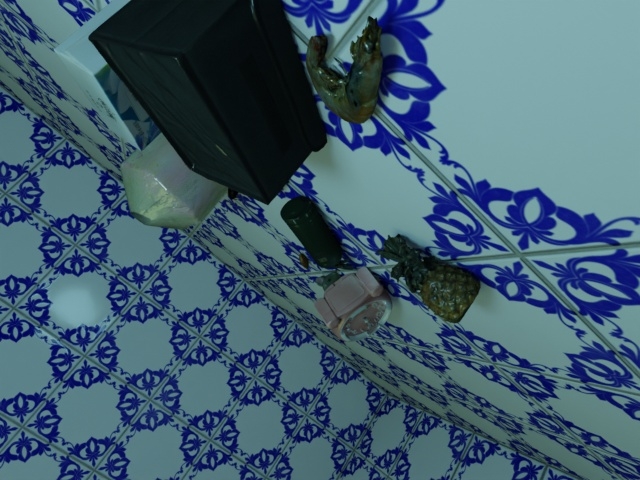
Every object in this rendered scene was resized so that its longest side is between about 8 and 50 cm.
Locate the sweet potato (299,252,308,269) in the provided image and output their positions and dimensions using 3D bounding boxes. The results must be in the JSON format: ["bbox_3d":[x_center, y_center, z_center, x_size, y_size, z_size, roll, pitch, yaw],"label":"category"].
[{"bbox_3d":[-0.065,0.079,1.675,0.034,0.034,0.095,23,146,36],"label":"sweet potato"}]

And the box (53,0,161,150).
[{"bbox_3d":[-0.420,-0.367,0.960,0.116,0.203,0.274,34,161,9],"label":"box"}]

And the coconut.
[{"bbox_3d":[-0.454,-0.178,1.310,0.297,0.309,0.297,32,162,12],"label":"coconut"}]

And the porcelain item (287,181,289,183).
[{"bbox_3d":[-0.138,-0.138,1.209,0.021,0.075,0.136,43,161,-17],"label":"porcelain item"}]

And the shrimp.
[{"bbox_3d":[0.034,-0.261,0.644,0.144,0.052,0.251,39,163,2],"label":"shrimp"}]

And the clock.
[{"bbox_3d":[0.123,0.225,1.411,0.241,0.227,0.142,52,-178,-46],"label":"clock"}]

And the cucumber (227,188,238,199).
[{"bbox_3d":[-0.309,-0.175,1.495,0.163,0.043,0.038,141,114,-69],"label":"cucumber"}]

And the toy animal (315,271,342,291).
[{"bbox_3d":[0.059,0.186,1.589,0.127,0.125,0.251,18,-162,-46],"label":"toy animal"}]

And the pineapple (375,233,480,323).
[{"bbox_3d":[0.247,0.082,1.001,0.248,0.128,0.128,36,162,20],"label":"pineapple"}]

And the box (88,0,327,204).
[{"bbox_3d":[-0.177,-0.266,0.766,0.251,0.204,0.345,25,159,31],"label":"box"}]

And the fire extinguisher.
[{"bbox_3d":[0.000,0.000,1.273,0.115,0.095,0.311,-9,139,23],"label":"fire extinguisher"}]
